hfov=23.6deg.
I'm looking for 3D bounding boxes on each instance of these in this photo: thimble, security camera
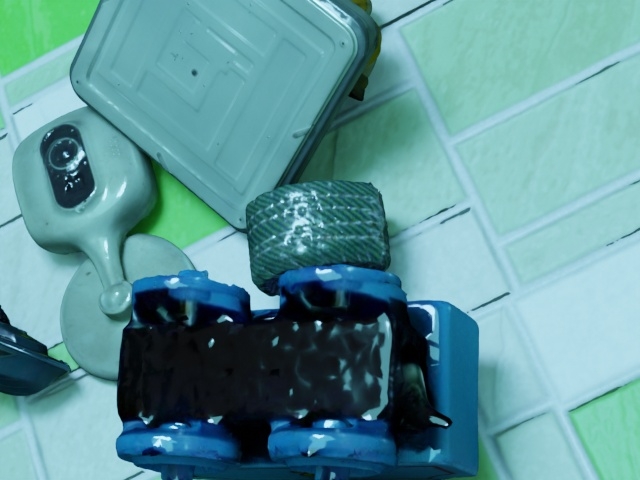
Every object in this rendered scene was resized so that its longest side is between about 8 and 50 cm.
[{"bbox_3d":[-0.002,0.001,1.459,0.135,0.118,0.090,-6,69,0],"label":"thimble"},{"bbox_3d":[-0.223,0.000,1.569,0.157,0.080,0.301,-25,64,8],"label":"security camera"}]

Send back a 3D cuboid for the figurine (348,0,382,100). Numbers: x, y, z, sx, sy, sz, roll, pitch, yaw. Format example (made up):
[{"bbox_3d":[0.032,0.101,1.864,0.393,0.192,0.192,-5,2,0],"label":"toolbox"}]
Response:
[{"bbox_3d":[-0.047,-0.250,1.559,0.192,0.167,0.257,-43,61,-17],"label":"figurine"}]

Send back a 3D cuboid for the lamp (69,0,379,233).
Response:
[{"bbox_3d":[-0.103,-0.176,1.492,0.266,0.047,0.269,39,125,12],"label":"lamp"}]

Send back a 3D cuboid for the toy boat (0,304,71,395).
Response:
[{"bbox_3d":[-0.353,0.095,1.564,0.246,0.093,0.103,18,83,27],"label":"toy boat"}]

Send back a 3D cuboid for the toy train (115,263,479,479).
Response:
[{"bbox_3d":[-0.015,0.129,1.322,0.300,0.265,0.188,-4,73,22],"label":"toy train"}]
